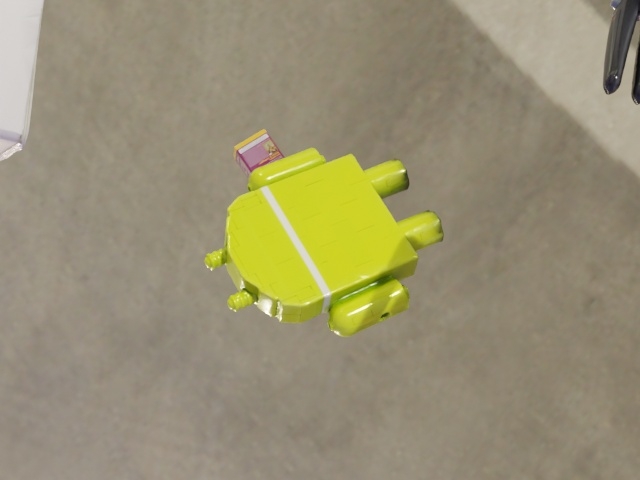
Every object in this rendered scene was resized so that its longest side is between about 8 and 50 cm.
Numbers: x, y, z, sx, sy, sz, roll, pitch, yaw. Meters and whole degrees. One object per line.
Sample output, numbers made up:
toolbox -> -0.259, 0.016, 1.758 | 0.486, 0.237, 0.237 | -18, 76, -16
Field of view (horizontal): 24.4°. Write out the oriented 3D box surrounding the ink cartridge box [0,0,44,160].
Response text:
ink cartridge box -> -0.352, -0.133, 1.035 | 0.197, 0.272, 0.114 | -13, 66, 63

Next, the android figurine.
android figurine -> 0.000, 0.000, 1.741 | 0.248, 0.272, 0.056 | 57, 160, 25

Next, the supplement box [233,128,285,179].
supplement box -> -0.080, -0.108, 2.106 | 0.083, 0.055, 0.043 | 56, 167, 11

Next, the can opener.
can opener -> 0.271, -0.183, 1.260 | 0.059, 0.186, 0.073 | 18, 141, 12
